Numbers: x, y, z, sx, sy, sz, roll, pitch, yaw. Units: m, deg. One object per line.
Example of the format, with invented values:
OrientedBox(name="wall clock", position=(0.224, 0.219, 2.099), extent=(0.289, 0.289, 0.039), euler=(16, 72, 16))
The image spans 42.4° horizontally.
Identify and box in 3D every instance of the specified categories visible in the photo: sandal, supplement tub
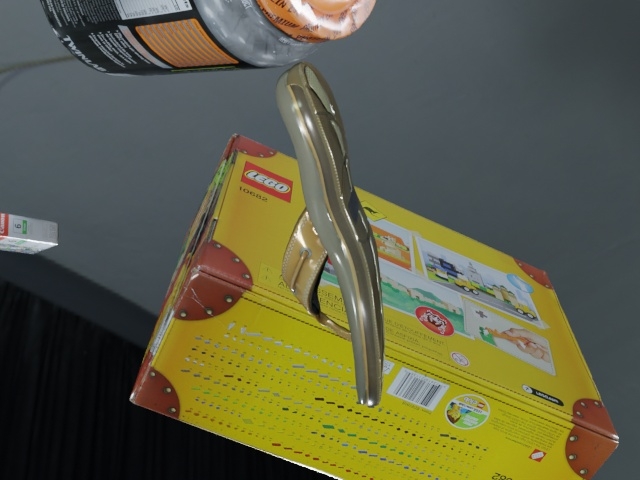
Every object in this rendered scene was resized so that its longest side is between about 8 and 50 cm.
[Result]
OrientedBox(name="sandal", position=(0.000, 0.000, 0.429), extent=(0.049, 0.072, 0.180), euler=(-13, 105, 11))
OrientedBox(name="supplement tub", position=(-0.109, -0.257, 0.784), extent=(0.315, 0.194, 0.194), euler=(7, 146, 40))

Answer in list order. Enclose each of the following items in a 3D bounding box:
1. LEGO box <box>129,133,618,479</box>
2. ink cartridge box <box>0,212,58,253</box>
OrientedBox(name="LEGO box", position=(0.064, 0.107, 1.029), extent=(0.500, 0.372, 0.193), euler=(23, 116, -10))
OrientedBox(name="ink cartridge box", position=(-0.363, -0.009, 0.933), extent=(0.062, 0.029, 0.115), euler=(-16, 162, 41))
